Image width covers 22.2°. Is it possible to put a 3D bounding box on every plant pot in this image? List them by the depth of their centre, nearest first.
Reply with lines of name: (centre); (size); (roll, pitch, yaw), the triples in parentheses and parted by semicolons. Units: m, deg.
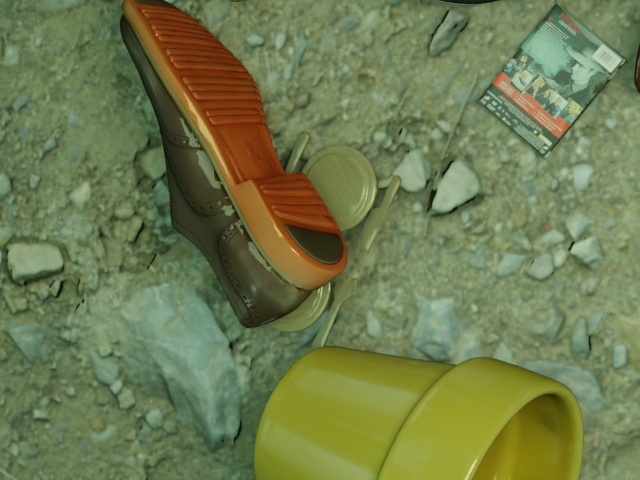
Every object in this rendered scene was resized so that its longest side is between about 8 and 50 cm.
plant pot: (0.077, 0.210, 1.499); (0.239, 0.254, 0.254); (20, 100, 31)

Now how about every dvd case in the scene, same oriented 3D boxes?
dvd case: (0.217, -0.150, 1.537); (0.087, 0.013, 0.119); (41, 106, 12)

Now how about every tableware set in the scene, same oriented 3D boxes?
tableware set: (0.000, 0.000, 1.610); (0.128, 0.039, 0.194); (28, 96, 27)

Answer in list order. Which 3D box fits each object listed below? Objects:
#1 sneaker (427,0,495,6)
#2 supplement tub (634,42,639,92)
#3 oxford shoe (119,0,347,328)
sneaker: (0.216, -0.285, 1.424); (0.366, 0.210, 0.137); (-8, 91, 19)
supplement tub: (0.383, -0.157, 1.431); (0.198, 0.106, 0.106); (15, 98, 18)
oxford shoe: (-0.119, -0.082, 1.589); (0.133, 0.130, 0.363); (-42, 65, 30)
